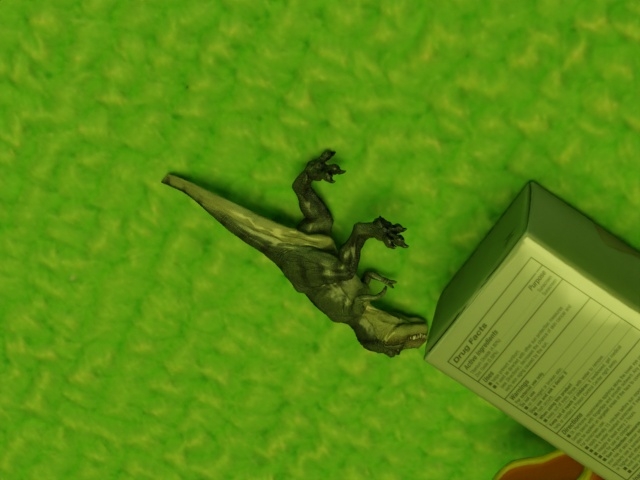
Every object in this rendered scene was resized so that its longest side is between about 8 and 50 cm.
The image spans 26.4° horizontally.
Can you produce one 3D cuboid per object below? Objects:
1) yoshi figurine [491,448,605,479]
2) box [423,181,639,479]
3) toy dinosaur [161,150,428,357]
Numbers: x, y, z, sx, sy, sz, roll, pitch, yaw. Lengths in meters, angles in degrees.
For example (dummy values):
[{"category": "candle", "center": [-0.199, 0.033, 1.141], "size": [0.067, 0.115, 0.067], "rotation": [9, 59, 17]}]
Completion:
[{"category": "yoshi figurine", "center": [0.252, 0.356, 1.204], "size": [0.203, 0.203, 0.362], "rotation": [6, 141, 46]}, {"category": "box", "center": [0.253, 0.106, 1.110], "size": [0.311, 0.121, 0.148], "rotation": [35, 116, -4]}, {"category": "toy dinosaur", "center": [0.000, 0.000, 1.144], "size": [0.268, 0.064, 0.118], "rotation": [38, 122, -8]}]
